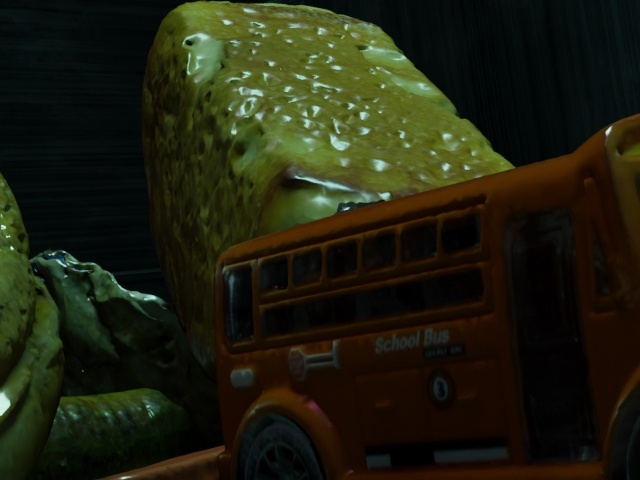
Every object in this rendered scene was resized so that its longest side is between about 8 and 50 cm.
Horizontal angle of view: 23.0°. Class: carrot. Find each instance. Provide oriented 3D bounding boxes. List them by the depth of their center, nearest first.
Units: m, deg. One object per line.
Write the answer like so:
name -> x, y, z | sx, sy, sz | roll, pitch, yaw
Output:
carrot -> -0.163, 0.137, 1.013 | 0.173, 0.082, 0.082 | -10, -2, -41

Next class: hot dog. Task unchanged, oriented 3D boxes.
hot dog -> -0.002, -0.001, 1.022 | 0.185, 0.223, 0.405 | 0, 26, -18

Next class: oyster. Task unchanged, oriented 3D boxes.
oyster -> -0.147, 0.101, 1.141 | 0.223, 0.214, 0.083 | 1, 42, 43

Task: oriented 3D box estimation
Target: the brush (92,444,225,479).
brush -> -0.033, 0.122, 0.767 | 0.323, 0.051, 0.070 | -9, -9, -44

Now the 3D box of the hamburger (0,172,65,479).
hamburger -> -0.286, 0.067, 0.846 | 0.290, 0.170, 0.314 | -1, 35, 1

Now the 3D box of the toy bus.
toy bus -> 0.095, 0.040, 0.595 | 0.143, 0.153, 0.329 | -4, -5, -35
